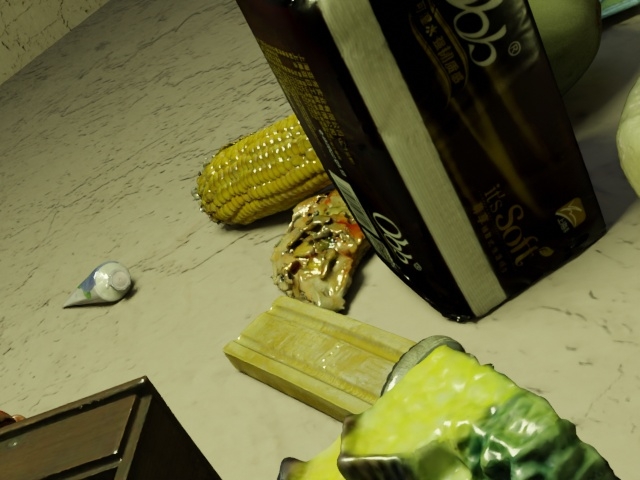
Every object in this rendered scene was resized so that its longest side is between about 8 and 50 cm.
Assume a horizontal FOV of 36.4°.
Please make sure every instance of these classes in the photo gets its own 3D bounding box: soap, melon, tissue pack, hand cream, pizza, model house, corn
[{"bbox_3d":[0.007,0.116,0.936,0.092,0.037,0.252,-43,30,-22],"label":"soap"},{"bbox_3d":[0.171,-0.242,1.146,0.307,0.272,0.272,-24,27,0],"label":"melon"},{"bbox_3d":[0.092,-0.120,0.900,0.198,0.370,0.210,-37,34,-12],"label":"tissue pack"},{"bbox_3d":[-0.301,0.057,1.326,0.084,0.053,0.142,-48,22,-29],"label":"hand cream"},{"bbox_3d":[0.000,0.000,1.104,0.147,0.069,0.226,-4,37,37],"label":"pizza"},{"bbox_3d":[0.064,0.201,0.566,0.211,0.194,0.170,-36,30,-14],"label":"model house"},{"bbox_3d":[-0.051,-0.092,1.219,0.317,0.115,0.115,-20,25,49],"label":"corn"}]

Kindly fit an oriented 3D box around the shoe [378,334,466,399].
[{"bbox_3d":[0.077,0.160,0.767,0.077,0.074,0.194,13,51,37],"label":"shoe"}]

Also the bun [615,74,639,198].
[{"bbox_3d":[0.391,-0.116,0.821,0.272,0.168,0.273,-34,26,20],"label":"bun"}]

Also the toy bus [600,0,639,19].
[{"bbox_3d":[0.257,-0.356,1.315,0.312,0.190,0.152,-21,29,17],"label":"toy bus"}]

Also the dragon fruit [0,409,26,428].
[{"bbox_3d":[-0.349,0.237,0.937,0.188,0.182,0.182,15,50,40],"label":"dragon fruit"}]

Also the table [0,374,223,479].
[{"bbox_3d":[-0.202,0.288,0.678,0.250,0.196,0.282,-20,29,17],"label":"table"}]
